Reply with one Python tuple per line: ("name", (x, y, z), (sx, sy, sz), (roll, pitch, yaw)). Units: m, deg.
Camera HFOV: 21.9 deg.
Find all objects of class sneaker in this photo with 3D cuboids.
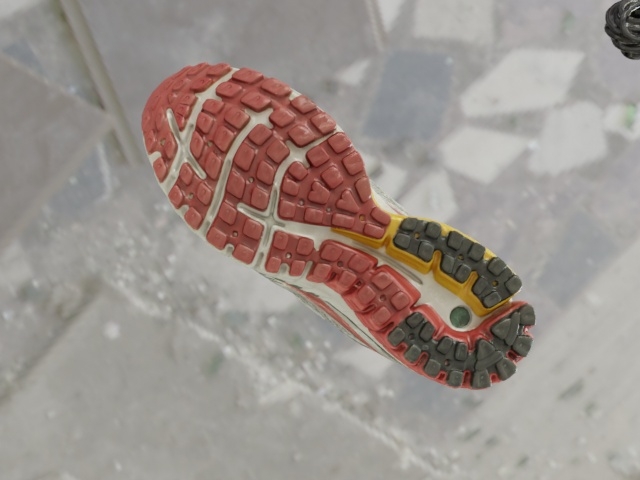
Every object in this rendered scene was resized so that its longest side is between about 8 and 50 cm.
("sneaker", (0.000, 0.000, 0.838), (0.225, 0.093, 0.088), (41, 80, -2))

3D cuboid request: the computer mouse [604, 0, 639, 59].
("computer mouse", (0.141, -0.169, 0.849), (0.106, 0.193, 0.042), (-31, 154, -22))
